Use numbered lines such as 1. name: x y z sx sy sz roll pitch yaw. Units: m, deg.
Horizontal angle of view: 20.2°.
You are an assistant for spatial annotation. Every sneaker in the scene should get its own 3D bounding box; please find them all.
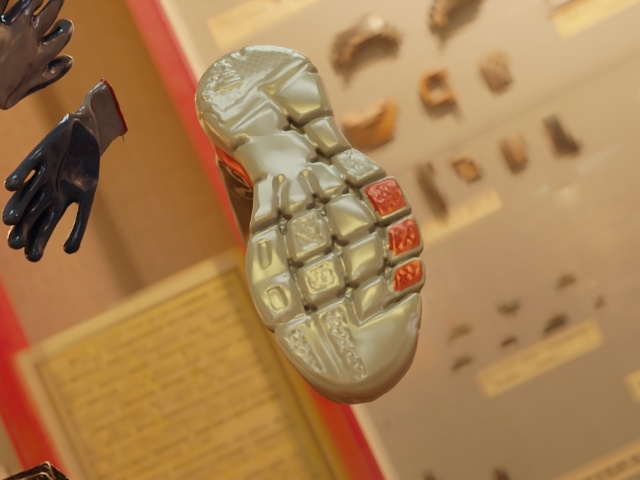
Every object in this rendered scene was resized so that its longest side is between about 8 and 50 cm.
1. sneaker: 0.000 0.000 0.636 0.061 0.158 0.065 -15 -39 -4

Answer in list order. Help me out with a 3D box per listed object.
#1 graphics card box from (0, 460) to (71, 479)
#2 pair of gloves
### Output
1. graphics card box: -0.181 0.344 1.049 0.371 0.233 0.094 -57 -15 15
2. pair of gloves: -0.194 -0.086 1.231 0.023 0.198 0.159 2 41 28
